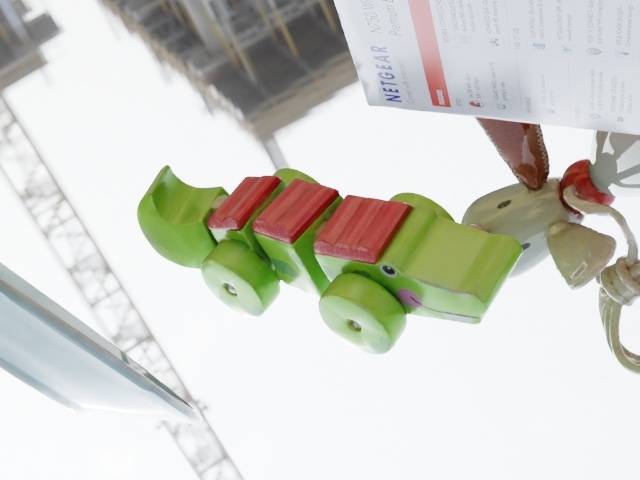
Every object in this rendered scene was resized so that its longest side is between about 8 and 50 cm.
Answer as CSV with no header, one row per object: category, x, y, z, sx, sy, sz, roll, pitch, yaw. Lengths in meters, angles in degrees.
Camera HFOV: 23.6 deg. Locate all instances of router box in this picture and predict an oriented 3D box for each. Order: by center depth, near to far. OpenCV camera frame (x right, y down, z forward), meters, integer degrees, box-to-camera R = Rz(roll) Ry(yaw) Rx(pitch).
router box,0.155,-0.158,0.820,0.301,0.335,0.082,7,-107,11

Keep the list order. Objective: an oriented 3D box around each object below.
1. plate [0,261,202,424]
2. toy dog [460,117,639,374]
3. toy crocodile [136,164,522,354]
plate,-0.117,0.008,0.471,0.188,0.188,0.024,29,-99,48
toy dog,0.206,-0.056,1.107,0.161,0.333,0.220,-11,-130,-44
toy crocodile,0.000,0.000,1.179,0.340,0.105,0.115,12,-126,42
